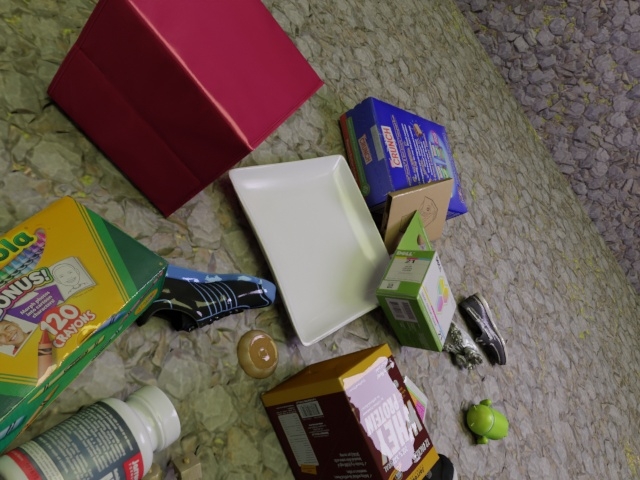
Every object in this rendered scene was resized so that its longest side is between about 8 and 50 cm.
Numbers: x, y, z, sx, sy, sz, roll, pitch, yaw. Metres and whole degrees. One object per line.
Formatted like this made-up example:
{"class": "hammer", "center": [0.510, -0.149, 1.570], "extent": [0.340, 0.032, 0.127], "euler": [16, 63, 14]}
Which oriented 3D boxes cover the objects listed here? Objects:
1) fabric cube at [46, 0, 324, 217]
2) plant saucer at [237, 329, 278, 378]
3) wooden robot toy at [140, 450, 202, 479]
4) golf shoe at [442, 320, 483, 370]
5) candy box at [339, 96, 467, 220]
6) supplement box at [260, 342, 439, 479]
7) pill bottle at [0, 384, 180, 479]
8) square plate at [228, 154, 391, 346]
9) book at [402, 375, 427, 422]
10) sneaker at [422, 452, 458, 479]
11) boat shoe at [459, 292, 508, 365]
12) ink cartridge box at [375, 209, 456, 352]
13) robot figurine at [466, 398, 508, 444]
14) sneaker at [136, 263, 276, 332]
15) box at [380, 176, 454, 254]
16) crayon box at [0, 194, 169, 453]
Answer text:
{"class": "fabric cube", "center": [-0.202, -0.241, 0.772], "extent": [0.258, 0.259, 0.254], "euler": [49, 42, -16]}
{"class": "plant saucer", "center": [-0.100, 0.189, 0.820], "extent": [0.083, 0.015, 0.083], "euler": [23, 54, -36]}
{"class": "wooden robot toy", "center": [-0.224, 0.338, 0.599], "extent": [0.173, 0.076, 0.079], "euler": [-30, 126, -48]}
{"class": "golf shoe", "center": [0.325, 0.235, 1.192], "extent": [0.176, 0.069, 0.086], "euler": [50, 23, -17]}
{"class": "candy box", "center": [0.218, -0.193, 1.259], "extent": [0.317, 0.122, 0.268], "euler": [8, 65, -43]}
{"class": "supplement box", "center": [0.043, 0.294, 0.771], "extent": [0.129, 0.191, 0.194], "euler": [-20, 84, -48]}
{"class": "pill bottle", "center": [-0.259, 0.247, 0.562], "extent": [0.180, 0.108, 0.108], "euler": [-26, 88, -48]}
{"class": "square plate", "center": [0.000, 0.000, 0.995], "extent": [0.344, 0.049, 0.347], "euler": [-18, 82, -47]}
{"class": "book", "center": [0.172, 0.362, 0.984], "extent": [0.096, 0.035, 0.144], "euler": [45, 45, -22]}
{"class": "sneaker", "center": [0.138, 0.441, 0.851], "extent": [0.283, 0.107, 0.124], "euler": [-27, 83, -46]}
{"class": "boat shoe", "center": [0.432, 0.243, 1.298], "extent": [0.065, 0.075, 0.206], "euler": [-23, 92, -5]}
{"class": "ink cartridge box", "center": [0.234, 0.082, 1.072], "extent": [0.255, 0.097, 0.189], "euler": [-59, 135, -33]}
{"class": "robot figurine", "center": [0.387, 0.422, 1.135], "extent": [0.115, 0.067, 0.101], "euler": [31, 62, -30]}
{"class": "sneaker", "center": [-0.173, 0.098, 0.755], "extent": [0.232, 0.081, 0.090], "euler": [11, 64, -33]}
{"class": "box", "center": [0.223, -0.055, 1.146], "extent": [0.201, 0.164, 0.021], "euler": [-16, 38, -31]}
{"class": "crayon box", "center": [-0.331, 0.084, 0.559], "extent": [0.165, 0.081, 0.278], "euler": [33, 45, 3]}
